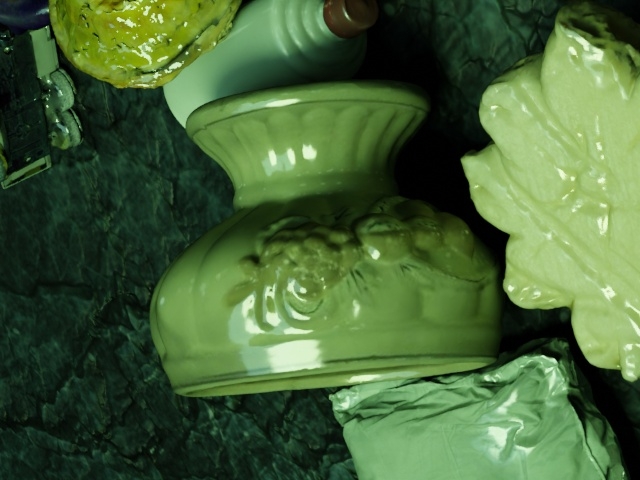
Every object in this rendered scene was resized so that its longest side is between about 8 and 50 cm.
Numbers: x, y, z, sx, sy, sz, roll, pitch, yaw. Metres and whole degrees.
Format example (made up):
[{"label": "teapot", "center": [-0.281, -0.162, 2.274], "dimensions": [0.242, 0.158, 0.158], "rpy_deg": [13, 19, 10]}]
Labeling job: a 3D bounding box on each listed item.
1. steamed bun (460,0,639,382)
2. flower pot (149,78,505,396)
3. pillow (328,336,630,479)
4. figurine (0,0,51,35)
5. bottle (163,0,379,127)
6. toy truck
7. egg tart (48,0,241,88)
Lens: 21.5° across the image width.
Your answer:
[{"label": "steamed bun", "center": [0.252, -0.051, 1.271], "dimensions": [0.292, 0.137, 0.295], "rpy_deg": [-5, 107, 51]}, {"label": "flower pot", "center": [0.000, 0.000, 1.426], "dimensions": [0.307, 0.307, 0.244], "rpy_deg": [-15, 79, 49]}, {"label": "pillow", "center": [0.164, 0.236, 1.571], "dimensions": [0.310, 0.138, 0.283], "rpy_deg": [-16, 107, 47]}, {"label": "figurine", "center": [-0.341, -0.385, 1.544], "dimensions": [0.193, 0.154, 0.421], "rpy_deg": [30, 156, 50]}, {"label": "bottle", "center": [-0.037, -0.168, 1.492], "dimensions": [0.245, 0.104, 0.104], "rpy_deg": [-21, 103, 50]}, {"label": "toy truck", "center": [-0.352, -0.194, 1.778], "dimensions": [0.157, 0.124, 0.272], "rpy_deg": [35, 142, 36]}, {"label": "egg tart", "center": [-0.157, -0.237, 1.480], "dimensions": [0.212, 0.212, 0.090], "rpy_deg": [27, 176, 29]}]
